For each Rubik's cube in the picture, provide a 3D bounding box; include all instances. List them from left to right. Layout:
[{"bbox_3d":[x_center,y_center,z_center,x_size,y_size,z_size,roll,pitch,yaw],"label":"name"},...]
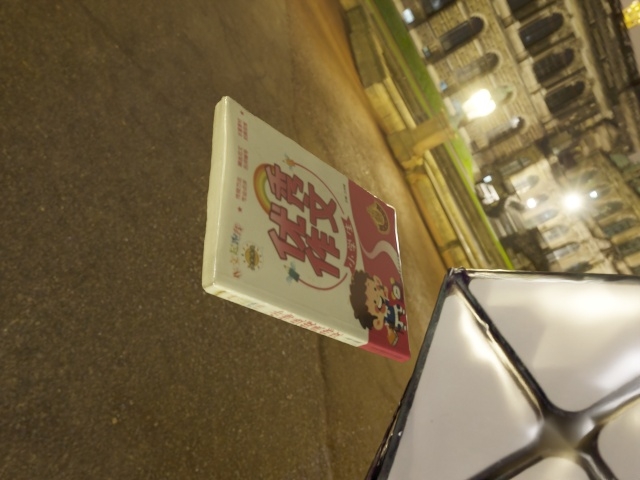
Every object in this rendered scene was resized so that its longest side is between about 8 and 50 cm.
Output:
[{"bbox_3d":[0.252,0.226,0.513,0.305,0.310,0.307,47,58,-40],"label":"Rubik's cube"}]

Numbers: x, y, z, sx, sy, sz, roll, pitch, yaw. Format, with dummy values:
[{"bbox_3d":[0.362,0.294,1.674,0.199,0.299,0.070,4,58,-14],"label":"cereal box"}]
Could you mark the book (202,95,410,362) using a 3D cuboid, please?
[{"bbox_3d":[0.000,0.000,0.484,0.232,0.022,0.162,29,48,-43],"label":"book"}]
